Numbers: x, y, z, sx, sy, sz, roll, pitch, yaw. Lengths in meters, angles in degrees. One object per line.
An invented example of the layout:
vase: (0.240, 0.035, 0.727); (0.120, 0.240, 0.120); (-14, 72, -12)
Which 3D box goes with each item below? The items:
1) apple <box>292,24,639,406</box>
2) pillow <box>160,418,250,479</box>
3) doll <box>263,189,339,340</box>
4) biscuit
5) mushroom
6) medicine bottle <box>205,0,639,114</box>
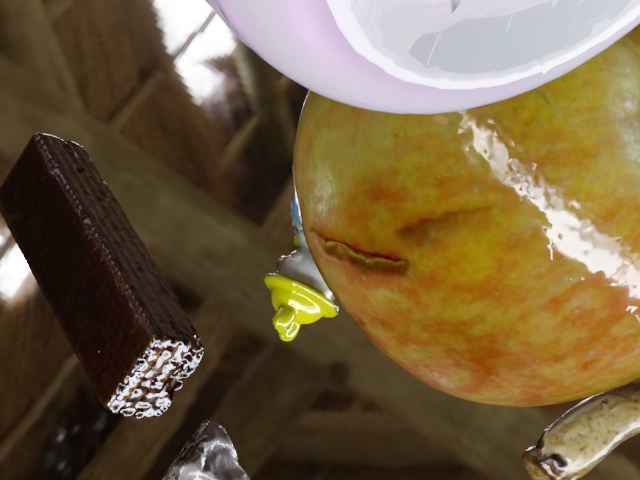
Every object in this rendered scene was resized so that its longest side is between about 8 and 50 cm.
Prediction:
apple: (0.124, -0.045, 0.890); (0.264, 0.264, 0.264); (22, -139, -21)
pillow: (-0.056, 0.256, 1.197); (0.135, 0.049, 0.248); (-48, -56, -44)
doll: (-0.001, 0.000, 1.974); (0.099, 0.135, 0.241); (26, -108, -17)
biscuit: (-0.246, 0.032, 1.875); (0.073, 0.107, 0.388); (17, -153, -43)
mushroom: (0.364, 0.155, 1.445); (0.302, 0.233, 0.208); (12, -172, -24)
medicine bottle: (0.002, -0.231, 0.665); (0.256, 0.256, 0.325); (0, -142, -40)
